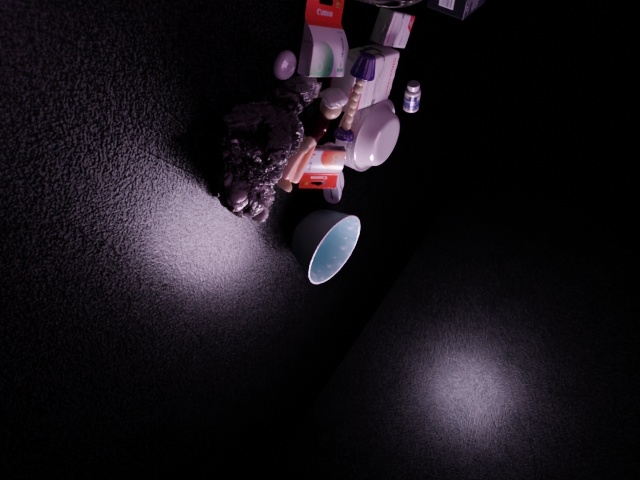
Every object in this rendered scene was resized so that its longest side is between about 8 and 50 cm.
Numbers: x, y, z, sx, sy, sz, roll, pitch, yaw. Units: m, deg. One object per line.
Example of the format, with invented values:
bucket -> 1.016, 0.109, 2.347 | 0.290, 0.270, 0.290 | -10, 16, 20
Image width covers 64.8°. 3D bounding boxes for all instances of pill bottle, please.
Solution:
pill bottle -> 0.378, -0.595, 2.083 | 0.067, 0.067, 0.120 | -43, 152, -26

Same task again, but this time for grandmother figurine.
grandmother figurine -> -0.031, -0.324, 1.572 | 0.104, 0.208, 0.342 | 26, 113, -26

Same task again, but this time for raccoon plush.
raccoon plush -> -0.128, -0.246, 1.466 | 0.446, 0.216, 0.299 | -39, 158, -32

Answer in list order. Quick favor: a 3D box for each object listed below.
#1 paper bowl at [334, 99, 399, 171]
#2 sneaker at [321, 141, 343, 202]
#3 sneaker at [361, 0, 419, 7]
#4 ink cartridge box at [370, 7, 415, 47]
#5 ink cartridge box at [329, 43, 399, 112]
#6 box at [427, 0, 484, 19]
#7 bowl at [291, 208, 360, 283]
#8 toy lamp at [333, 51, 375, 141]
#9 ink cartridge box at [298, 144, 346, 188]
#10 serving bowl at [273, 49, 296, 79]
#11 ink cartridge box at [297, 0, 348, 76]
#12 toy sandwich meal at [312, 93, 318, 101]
paper bowl -> 0.189, -0.393, 1.876 | 0.284, 0.148, 0.284 | -44, 150, -34
sneaker -> 0.037, -0.262, 1.873 | 0.091, 0.094, 0.258 | -77, 168, -45
sneaker -> 0.236, -0.755, 1.484 | 0.482, 0.202, 0.185 | -30, 145, -43
ink cartridge box -> 0.244, -0.718, 1.705 | 0.150, 0.063, 0.109 | -21, 137, -50
ink cartridge box -> 0.143, -0.546, 1.687 | 0.237, 0.100, 0.172 | -31, 145, -41
box -> 0.501, -0.899, 1.836 | 0.158, 0.156, 0.093 | -43, 153, -26
bowl -> 0.000, 0.000, 2.006 | 0.311, 0.163, 0.312 | -42, 152, -29
toy lamp -> 0.109, -0.443, 1.569 | 0.080, 0.080, 0.275 | -31, 147, -42
ink cartridge box -> 0.003, -0.248, 1.770 | 0.145, 0.045, 0.179 | -1, 128, -13
serving bowl -> -0.094, -0.490, 1.419 | 0.083, 0.027, 0.083 | -41, 151, -28
ink cartridge box -> 0.020, -0.587, 1.445 | 0.181, 0.056, 0.225 | -23, 133, -50
toy sandwich meal -> -0.038, -0.455, 1.556 | 0.085, 0.029, 0.086 | -41, 151, -29
